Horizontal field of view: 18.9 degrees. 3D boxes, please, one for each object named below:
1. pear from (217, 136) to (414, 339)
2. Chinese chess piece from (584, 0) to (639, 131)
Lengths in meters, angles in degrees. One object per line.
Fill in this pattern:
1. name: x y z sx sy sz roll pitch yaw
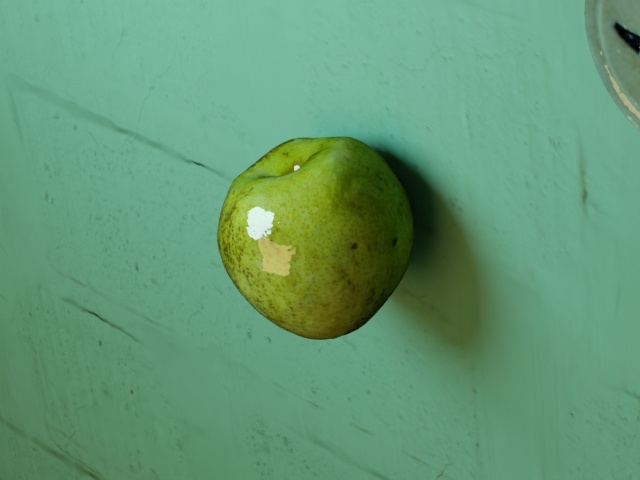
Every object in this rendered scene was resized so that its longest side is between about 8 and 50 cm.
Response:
1. pear: 0.000 0.000 1.885 0.197 0.197 0.197 32 140 32
2. Chinese chess piece: 0.306 -0.162 1.441 0.238 0.092 0.238 31 138 33
